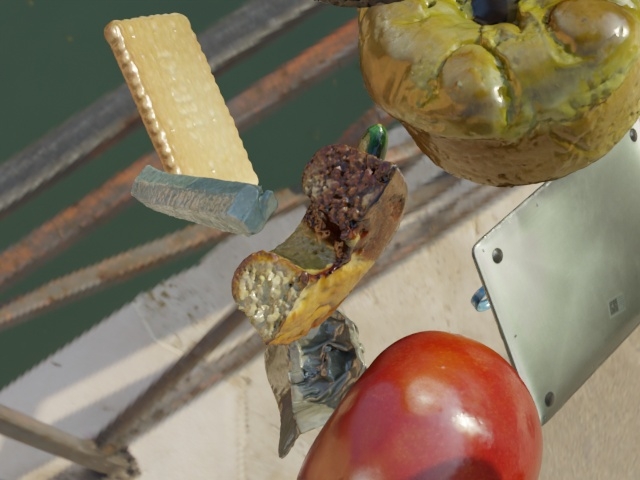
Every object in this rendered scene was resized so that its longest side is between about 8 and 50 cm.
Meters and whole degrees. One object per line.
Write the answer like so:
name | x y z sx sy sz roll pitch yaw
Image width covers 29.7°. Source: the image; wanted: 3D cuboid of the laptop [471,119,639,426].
laptop | 0.244 0.020 1.098 0.015 0.187 0.269 1 31 49

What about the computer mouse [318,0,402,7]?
computer mouse | 0.085 -0.236 0.567 0.323 0.116 0.183 -26 91 24

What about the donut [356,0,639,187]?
donut | 0.135 -0.158 0.910 0.208 0.128 0.261 -17 47 17

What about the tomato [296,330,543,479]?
tomato | 0.065 0.151 0.797 0.136 0.195 0.195 35 81 6

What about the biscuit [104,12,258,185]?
biscuit | -0.170 -0.159 1.482 0.030 0.160 0.249 -23 92 33

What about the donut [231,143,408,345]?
donut | 0.000 0.002 1.224 0.085 0.141 0.217 38 95 19

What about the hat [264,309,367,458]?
hat | -0.008 0.224 1.916 0.149 0.244 0.214 -7 64 -5

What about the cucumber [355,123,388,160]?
cucumber | 0.049 -0.036 1.741 0.056 0.056 0.284 24 113 18

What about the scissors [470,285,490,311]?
scissors | 0.342 0.048 1.915 0.030 0.256 0.125 52 131 25

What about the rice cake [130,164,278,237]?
rice cake | -0.120 -0.041 1.185 0.245 0.042 0.045 13 66 56
